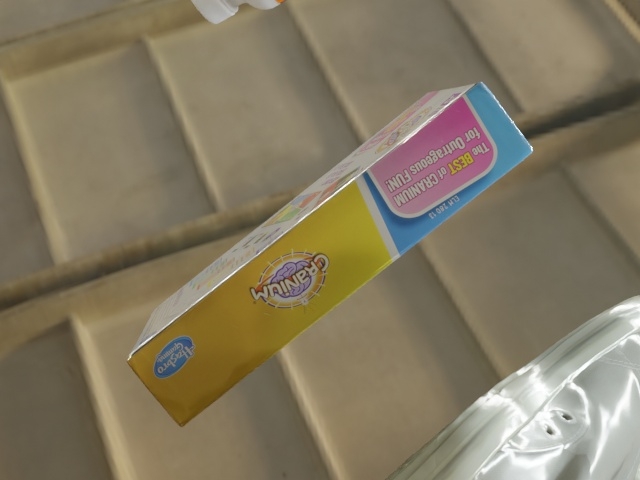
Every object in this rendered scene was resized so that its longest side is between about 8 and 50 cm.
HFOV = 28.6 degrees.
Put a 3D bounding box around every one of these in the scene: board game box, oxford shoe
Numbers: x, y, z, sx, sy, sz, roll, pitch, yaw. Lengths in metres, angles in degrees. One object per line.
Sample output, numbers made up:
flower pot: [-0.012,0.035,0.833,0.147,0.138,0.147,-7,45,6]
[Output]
board game box: [0.000,0.000,0.985,0.316,0.064,0.242,-38,-174,1]
oxford shoe: [0.169,0.150,0.887,0.130,0.169,0.449,48,-151,12]

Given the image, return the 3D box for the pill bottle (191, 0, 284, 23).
pill bottle: [-0.024,-0.212,0.853,0.152,0.086,0.086,-29,-147,12]
